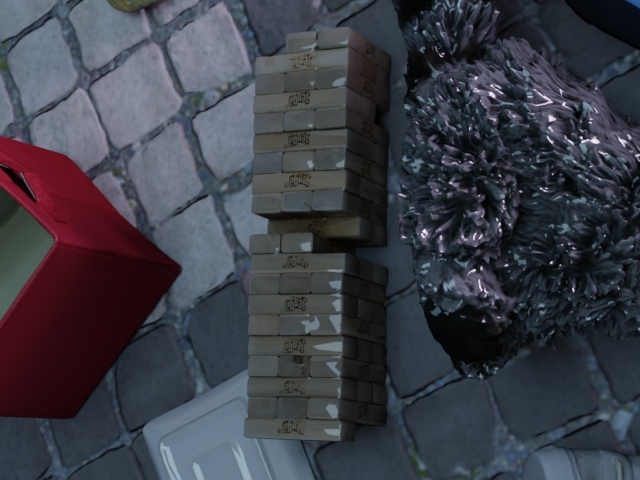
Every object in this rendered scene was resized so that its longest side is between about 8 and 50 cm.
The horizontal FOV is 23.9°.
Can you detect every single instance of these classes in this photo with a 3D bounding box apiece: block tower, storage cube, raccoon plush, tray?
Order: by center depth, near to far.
[{"bbox_3d":[0.209,-0.084,1.061,0.299,0.216,0.446,-12,100,20],"label":"raccoon plush"},{"bbox_3d":[0.000,0.000,1.265,0.091,0.097,0.335,-3,79,27],"label":"block tower"},{"bbox_3d":[-0.062,0.253,1.293,0.145,0.030,0.270,-30,70,21],"label":"tray"},{"bbox_3d":[-0.281,0.032,1.346,0.183,0.193,0.215,42,102,26],"label":"storage cube"}]

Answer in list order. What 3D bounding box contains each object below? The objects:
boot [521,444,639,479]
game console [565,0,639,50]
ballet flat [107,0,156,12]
[{"bbox_3d":[0.223,0.264,1.067,0.123,0.095,0.258,2,59,-10],"label":"boot"},{"bbox_3d":[0.361,-0.244,1.022,0.386,0.060,0.342,33,124,24],"label":"game console"},{"bbox_3d":[-0.104,-0.356,1.358,0.348,0.123,0.123,-44,66,15],"label":"ballet flat"}]
